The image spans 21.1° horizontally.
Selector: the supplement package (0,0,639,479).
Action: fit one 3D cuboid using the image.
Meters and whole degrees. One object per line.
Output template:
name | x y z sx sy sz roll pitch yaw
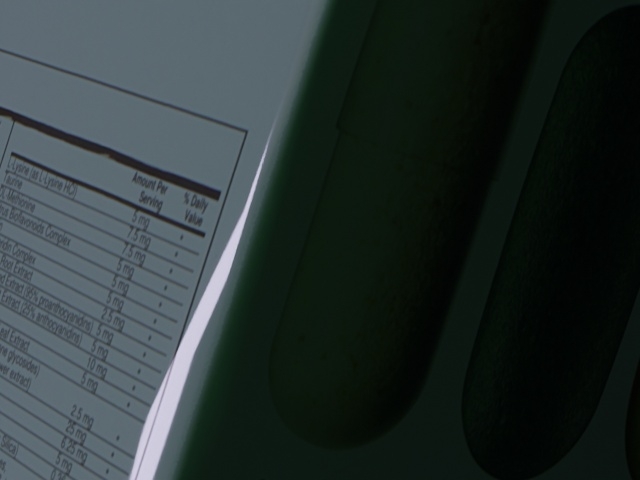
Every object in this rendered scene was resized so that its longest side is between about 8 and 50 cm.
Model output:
supplement package | 0.000 0.000 0.452 0.198 0.199 0.262 21 94 50
